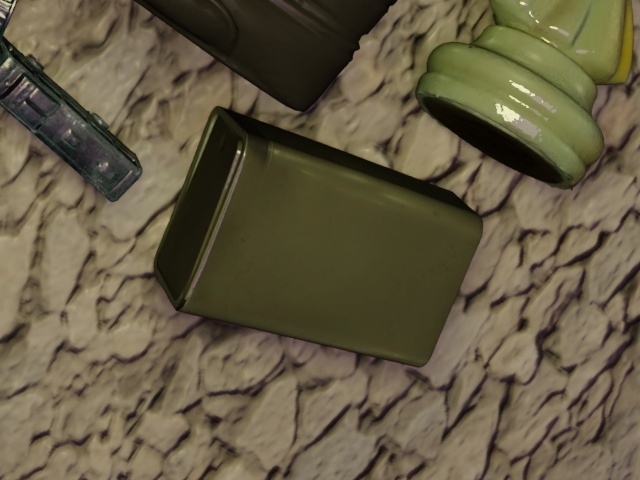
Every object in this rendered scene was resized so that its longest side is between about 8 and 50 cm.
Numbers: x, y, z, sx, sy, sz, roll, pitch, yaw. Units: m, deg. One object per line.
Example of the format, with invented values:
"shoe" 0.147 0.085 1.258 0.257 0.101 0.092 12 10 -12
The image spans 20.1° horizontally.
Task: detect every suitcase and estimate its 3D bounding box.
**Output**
"suitcase" -0.117 -0.266 1.330 0.345 0.339 0.188 37 101 -24

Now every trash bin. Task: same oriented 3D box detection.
"trash bin" 0.000 0.000 1.580 0.241 0.122 0.164 16 104 -22

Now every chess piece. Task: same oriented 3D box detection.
"chess piece" 0.222 -0.207 1.565 0.176 0.176 0.298 32 86 -23

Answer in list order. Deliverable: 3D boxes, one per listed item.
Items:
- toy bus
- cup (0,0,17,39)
"toy bus" -0.220 -0.101 1.508 0.047 0.065 0.166 -46 116 5
"cup" -0.310 -0.226 1.427 0.138 0.150 0.113 21 138 -20
